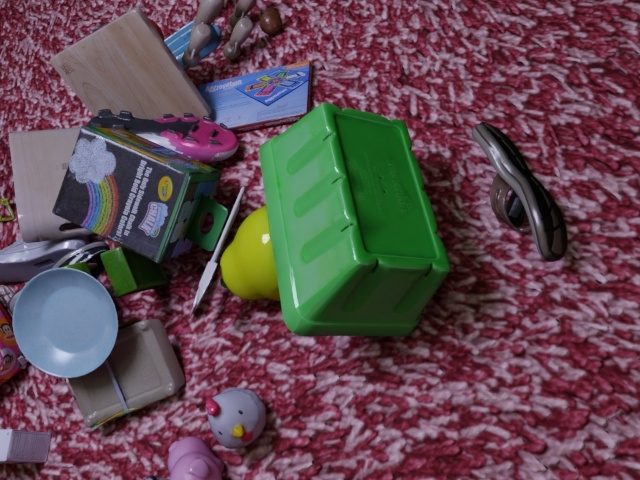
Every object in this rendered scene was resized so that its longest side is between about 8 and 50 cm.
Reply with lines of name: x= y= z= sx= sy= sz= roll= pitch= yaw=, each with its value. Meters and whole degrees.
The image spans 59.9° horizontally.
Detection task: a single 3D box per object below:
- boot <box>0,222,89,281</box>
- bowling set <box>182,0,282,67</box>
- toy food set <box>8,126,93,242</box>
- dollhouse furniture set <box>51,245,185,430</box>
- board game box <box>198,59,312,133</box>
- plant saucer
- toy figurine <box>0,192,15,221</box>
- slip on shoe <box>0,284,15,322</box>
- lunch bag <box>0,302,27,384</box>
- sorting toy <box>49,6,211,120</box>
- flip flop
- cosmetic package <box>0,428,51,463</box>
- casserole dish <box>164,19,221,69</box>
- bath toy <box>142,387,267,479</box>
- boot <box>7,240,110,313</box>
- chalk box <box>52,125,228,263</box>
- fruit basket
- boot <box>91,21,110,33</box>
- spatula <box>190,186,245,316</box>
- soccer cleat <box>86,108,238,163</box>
boot: x=-0.643 y=0.008 z=1.267 sx=0.258 sy=0.095 sz=0.124 roll=-13 pitch=56 yaw=6
bowling set: x=-0.208 y=-0.500 z=1.312 sx=0.154 sy=0.199 sz=0.287 roll=-32 pitch=42 yaw=56
toy food set: x=-0.570 y=-0.138 z=1.264 sx=0.219 sy=0.092 sz=0.306 roll=-10 pitch=58 yaw=-24
dollhouse furniture set: x=-0.387 y=0.175 z=1.081 sx=0.197 sy=0.151 sz=0.302 roll=-22 pitch=90 yaw=6
board game box: x=-0.154 y=-0.312 z=1.247 sx=0.281 sy=0.027 sz=0.145 roll=-6 pitch=66 yaw=19
plant saucer: x=-0.446 y=0.144 z=0.989 sx=0.194 sy=0.037 sz=0.195 roll=0 pitch=92 yaw=5
toy figurine: x=-0.921 y=-0.181 z=1.437 sx=0.191 sy=0.217 sz=0.363 roll=-28 pitch=103 yaw=-8
slip on shoe: x=-0.681 y=0.162 z=1.233 sx=0.051 sy=0.041 sz=0.135 roll=-34 pitch=76 yaw=-16
lunch bag: x=-0.769 y=0.258 z=1.149 sx=0.293 sy=0.120 sz=0.258 roll=-35 pitch=86 yaw=3
sorting toy: x=-0.406 y=-0.357 z=1.236 sx=0.255 sy=0.257 sz=0.089 roll=-17 pitch=36 yaw=25
flip flop: x=0.315 y=-0.079 z=0.919 sx=0.080 sy=0.112 sz=0.277 roll=-41 pitch=58 yaw=30
cosmetic package: x=-0.656 y=0.402 z=1.078 sx=0.238 sy=0.099 sz=0.061 roll=-8 pitch=64 yaw=19
casserole dish: x=-0.339 y=-0.491 z=1.397 sx=0.188 sy=0.037 sz=0.114 roll=-32 pitch=60 yaw=4
bath toy: x=-0.221 y=0.388 z=0.895 sx=0.151 sy=0.129 sz=0.348 roll=35 pitch=82 yaw=31
boot: x=-0.508 y=0.130 z=1.160 sx=0.236 sy=0.085 sz=0.179 roll=-38 pitch=69 yaw=-10
chalk box: x=-0.312 y=-0.079 z=1.063 sx=0.288 sy=0.179 sz=0.180 roll=25 pitch=101 yaw=4
fruit basket: x=0.000 y=0.000 z=0.955 sx=0.392 sy=0.282 sz=0.392 roll=-18 pitch=70 yaw=60
boot: x=-0.593 y=-0.550 z=1.522 sx=0.086 sy=0.042 sz=0.119 roll=-3 pitch=66 yaw=18
spatula: x=-0.190 y=0.022 z=1.049 sx=0.019 sy=0.168 sz=0.242 roll=23 pitch=70 yaw=-6
soccer cleat: x=-0.342 y=-0.200 z=1.220 sx=0.331 sy=0.143 sz=0.116 roll=7 pitch=43 yaw=1
